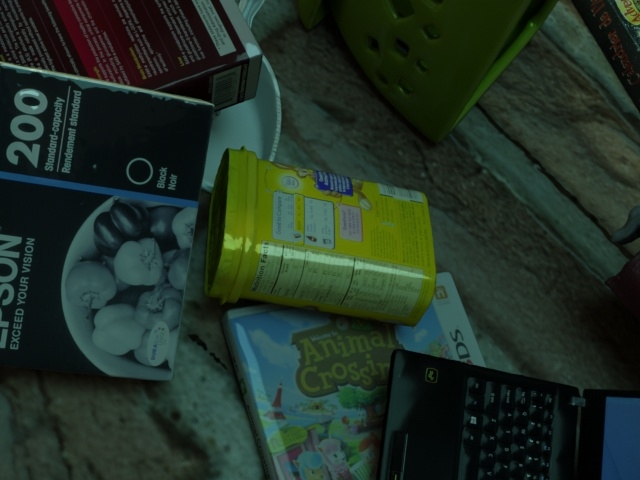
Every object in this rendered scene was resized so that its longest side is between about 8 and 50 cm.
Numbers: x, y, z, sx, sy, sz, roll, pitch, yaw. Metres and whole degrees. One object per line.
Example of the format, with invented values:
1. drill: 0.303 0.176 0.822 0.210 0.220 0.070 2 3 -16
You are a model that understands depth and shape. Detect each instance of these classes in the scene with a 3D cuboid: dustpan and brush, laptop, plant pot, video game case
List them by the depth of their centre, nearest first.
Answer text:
1. laptop: 0.181 0.207 0.714 0.264 0.136 0.234 14 72 -18
2. video game case: 0.046 0.128 0.793 0.212 0.023 0.193 -8 67 -27
3. dustpan and brush: -0.085 -0.151 0.861 0.147 0.060 0.211 25 57 -10
4. plant pot: 0.118 -0.268 0.921 0.207 0.228 0.227 36 55 7

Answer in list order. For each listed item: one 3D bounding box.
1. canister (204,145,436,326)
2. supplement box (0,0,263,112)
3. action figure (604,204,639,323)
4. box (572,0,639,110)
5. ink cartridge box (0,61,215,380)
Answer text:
1. canister: 0.000 0.000 0.794 0.170 0.073 0.126 11 48 -14
2. supplement box: -0.180 -0.139 0.776 0.239 0.073 0.130 -22 74 -17
3. action figure: 0.409 0.119 0.823 0.248 0.276 0.370 -10 55 -34
4. box: 0.383 -0.236 1.120 0.159 0.044 0.233 -16 71 -30
5. ink cartridge box: -0.191 -0.014 0.697 0.208 0.045 0.206 8 93 -19
